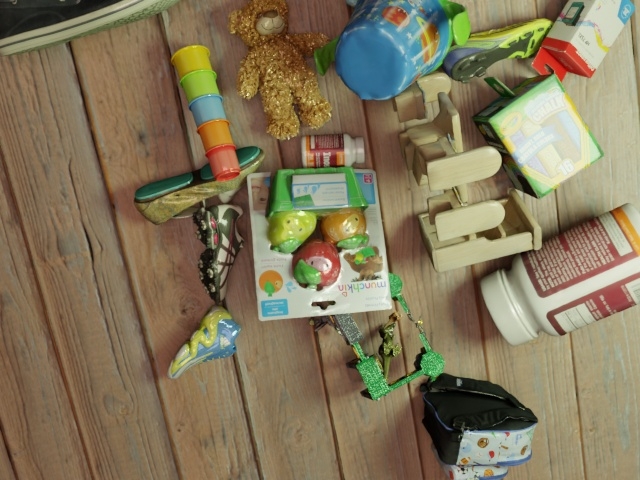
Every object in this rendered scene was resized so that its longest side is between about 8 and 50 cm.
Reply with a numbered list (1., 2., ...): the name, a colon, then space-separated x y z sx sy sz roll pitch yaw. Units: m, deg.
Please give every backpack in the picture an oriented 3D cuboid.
1. backpack: 0.409 0.487 1.597 0.263 0.276 0.213 -4 107 -5

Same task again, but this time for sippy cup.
1. sippy cup: 0.142 -0.416 1.325 0.240 0.224 0.305 39 136 -5

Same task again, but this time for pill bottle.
1. pill bottle: 0.602 0.094 1.491 0.392 0.224 0.224 -28 101 22
2. pill bottle: 0.030 -0.218 1.530 0.152 0.086 0.086 -3 102 2

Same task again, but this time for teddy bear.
1. teddy bear: -0.091 -0.409 1.479 0.245 0.113 0.338 -3 102 -1

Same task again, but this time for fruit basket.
1. fruit basket: 0.000 0.000 1.481 0.327 0.165 0.353 -3 75 -12

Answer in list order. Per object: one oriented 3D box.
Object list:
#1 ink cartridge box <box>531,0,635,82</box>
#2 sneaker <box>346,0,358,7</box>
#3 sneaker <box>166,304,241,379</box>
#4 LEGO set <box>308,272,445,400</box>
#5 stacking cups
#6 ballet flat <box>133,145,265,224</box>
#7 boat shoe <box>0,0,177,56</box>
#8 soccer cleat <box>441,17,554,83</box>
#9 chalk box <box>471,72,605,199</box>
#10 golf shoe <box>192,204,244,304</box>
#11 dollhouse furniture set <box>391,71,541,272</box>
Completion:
1. ink cartridge box: 0.607 -0.474 1.447 0.134 0.078 0.231 21 103 -38
2. sneaker: 0.144 -0.564 1.444 0.150 0.135 0.366 -35 91 16
3. sneaker: -0.298 0.292 1.638 0.126 0.091 0.240 36 99 -7
4. LEGO set: 0.148 0.252 1.606 0.255 0.192 0.331 -34 86 -12
5. stacking cups: -0.265 -0.294 1.454 0.096 0.096 0.316 -18 78 4
6. ballet flat: -0.287 -0.129 1.548 0.348 0.123 0.123 -20 101 4
7. boat shoe: -0.532 -0.552 1.418 0.500 0.187 0.156 -12 107 8
8. soccer cleat: 0.415 -0.469 1.473 0.289 0.121 0.093 -24 145 -7
9. chalk box: 0.488 -0.273 1.467 0.179 0.180 0.289 -34 101 7
10. golf shoe: -0.245 0.038 1.576 0.120 0.105 0.273 -17 125 -31
11. dollhouse furniture set: 0.344 -0.146 1.419 0.256 0.362 0.394 -14 128 3
